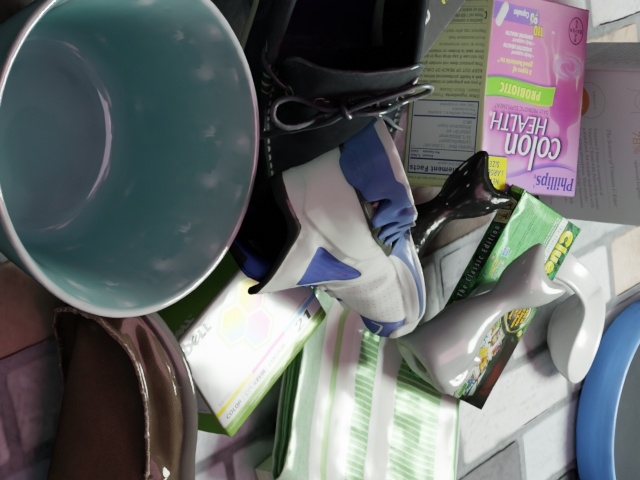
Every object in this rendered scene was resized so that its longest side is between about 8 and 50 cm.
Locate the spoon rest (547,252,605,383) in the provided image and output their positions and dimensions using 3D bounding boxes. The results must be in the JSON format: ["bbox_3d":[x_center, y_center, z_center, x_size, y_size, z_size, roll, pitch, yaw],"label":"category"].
[{"bbox_3d":[0.342,0.095,2.092,0.137,0.084,0.276,-63,145,-22],"label":"spoon rest"}]

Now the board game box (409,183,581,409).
[{"bbox_3d":[0.215,0.072,1.886,0.136,0.030,0.259,30,89,-42],"label":"board game box"}]

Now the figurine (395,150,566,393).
[{"bbox_3d":[0.160,0.035,1.784,0.209,0.092,0.215,-36,103,-11],"label":"figurine"}]

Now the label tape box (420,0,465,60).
[{"bbox_3d":[0.073,-0.352,1.741,0.333,0.106,0.240,-54,131,-29],"label":"label tape box"}]

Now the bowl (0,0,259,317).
[{"bbox_3d":[-0.218,-0.092,1.404,0.311,0.163,0.311,-7,100,-47],"label":"bowl"}]

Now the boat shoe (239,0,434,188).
[{"bbox_3d":[0.014,-0.177,1.567,0.187,0.156,0.500,-3,123,-19],"label":"boat shoe"}]

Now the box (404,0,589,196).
[{"bbox_3d":[0.222,-0.181,1.921,0.213,0.117,0.243,3,93,-49],"label":"box"}]

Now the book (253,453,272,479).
[{"bbox_3d":[-0.010,0.268,1.787,0.144,0.035,0.096,-38,123,-43],"label":"book"}]

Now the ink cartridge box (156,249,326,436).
[{"bbox_3d":[-0.127,0.044,1.575,0.189,0.097,0.255,-51,130,-31],"label":"ink cartridge box"}]

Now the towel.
[{"bbox_3d":[0.068,0.196,1.823,0.325,0.038,0.248,28,63,-46],"label":"towel"}]

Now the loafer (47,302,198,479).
[{"bbox_3d":[-0.196,0.214,1.489,0.130,0.134,0.366,-27,114,-44],"label":"loafer"}]

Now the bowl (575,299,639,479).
[{"bbox_3d":[0.514,0.270,2.340,0.391,0.077,0.391,-8,101,-47],"label":"bowl"}]

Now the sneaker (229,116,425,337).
[{"bbox_3d":[0.000,0.000,1.552,0.315,0.182,0.127,76,-3,-61],"label":"sneaker"}]

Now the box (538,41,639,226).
[{"bbox_3d":[0.466,-0.141,2.029,0.168,0.345,0.215,-25,114,-44],"label":"box"}]
